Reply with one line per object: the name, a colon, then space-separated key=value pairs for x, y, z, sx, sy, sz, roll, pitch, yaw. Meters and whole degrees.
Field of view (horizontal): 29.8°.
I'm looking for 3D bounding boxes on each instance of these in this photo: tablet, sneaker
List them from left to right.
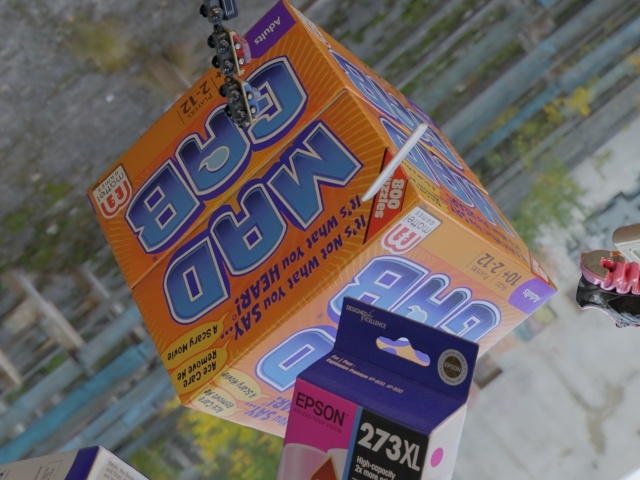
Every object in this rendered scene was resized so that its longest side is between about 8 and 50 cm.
tablet: x=0.066 y=-0.069 z=1.056 sx=0.083 sy=0.006 sz=0.054 roll=-53 pitch=175 yaw=11
sneaker: x=0.261 y=0.051 z=0.970 sx=0.047 sy=0.119 sz=0.057 roll=-56 pitch=164 yaw=-51

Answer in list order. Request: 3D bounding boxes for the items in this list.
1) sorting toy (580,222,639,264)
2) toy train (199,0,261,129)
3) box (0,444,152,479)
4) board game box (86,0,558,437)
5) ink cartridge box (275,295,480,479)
sorting toy: x=0.519 y=0.041 z=1.647 sx=0.348 sy=0.196 sz=0.047 roll=-14 pitch=-135 yaw=45
toy train: x=-0.084 y=-0.176 z=1.131 sx=0.036 sy=0.158 sz=0.027 roll=-29 pitch=-142 yaw=-24
box: x=-0.149 y=0.197 z=0.767 sx=0.137 sy=0.126 sz=0.072 roll=-17 pitch=-139 yaw=40
board game box: x=0.000 y=0.000 z=1.502 sx=0.356 sy=0.356 sz=0.356 roll=-42 pitch=143 yaw=15
ink cartridge box: x=0.039 y=0.256 z=1.218 sx=0.069 sy=0.176 sz=0.370 roll=3 pitch=102 yaw=-51
